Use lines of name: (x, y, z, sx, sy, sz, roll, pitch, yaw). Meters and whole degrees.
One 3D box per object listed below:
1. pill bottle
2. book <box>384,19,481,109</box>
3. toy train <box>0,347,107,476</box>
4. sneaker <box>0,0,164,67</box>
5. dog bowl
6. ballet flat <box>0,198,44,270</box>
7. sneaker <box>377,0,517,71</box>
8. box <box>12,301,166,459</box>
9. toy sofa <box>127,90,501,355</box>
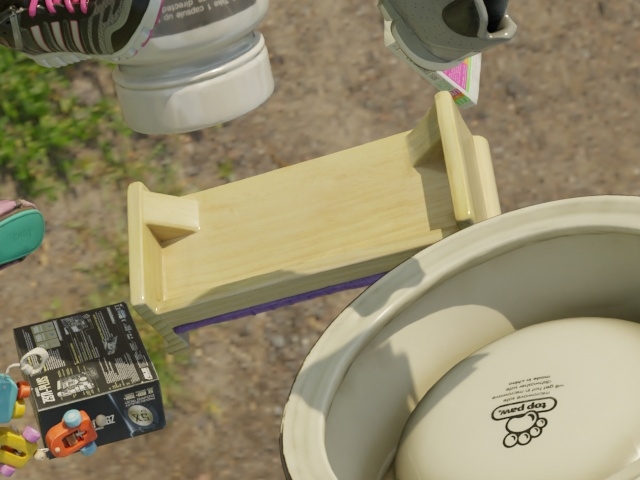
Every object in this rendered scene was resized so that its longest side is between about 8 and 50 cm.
pill bottle: (-0.169, -0.309, 1.669, 0.204, 0.204, 0.361, -37, 122, -43)
book: (0.127, -0.222, 1.781, 0.144, 0.035, 0.096, 34, 45, -38)
toy train: (-0.308, 0.180, 1.675, 0.125, 0.046, 0.166, -34, 131, -12)
sneaker: (-0.148, -0.138, 0.892, 0.075, 0.170, 0.063, 15, 78, -34)
dog bowl: (0.180, 0.144, 1.271, 0.408, 0.408, 0.150, -53, 129, -37)
ballet flat: (-0.325, 0.005, 1.403, 0.221, 0.079, 0.077, -39, 132, -69)
sneaker: (0.075, -0.233, 1.218, 0.228, 0.132, 0.086, 45, 63, -24)
box: (-0.281, 0.167, 1.914, 0.147, 0.180, 0.077, -14, 123, -14)
toy sofa: (0.000, 0.000, 1.576, 0.177, 0.363, 0.150, 54, 25, -55)
